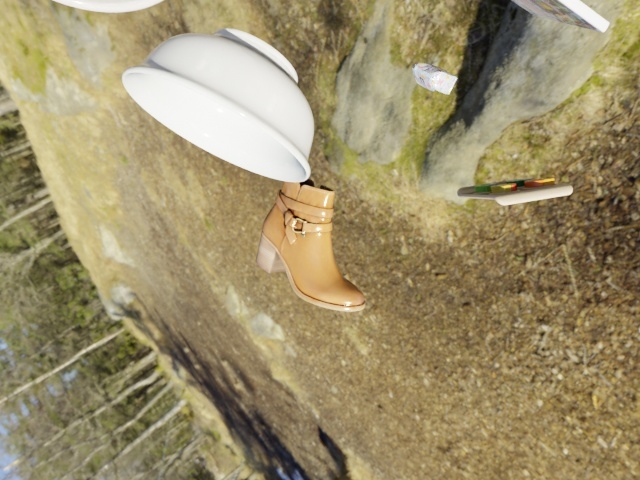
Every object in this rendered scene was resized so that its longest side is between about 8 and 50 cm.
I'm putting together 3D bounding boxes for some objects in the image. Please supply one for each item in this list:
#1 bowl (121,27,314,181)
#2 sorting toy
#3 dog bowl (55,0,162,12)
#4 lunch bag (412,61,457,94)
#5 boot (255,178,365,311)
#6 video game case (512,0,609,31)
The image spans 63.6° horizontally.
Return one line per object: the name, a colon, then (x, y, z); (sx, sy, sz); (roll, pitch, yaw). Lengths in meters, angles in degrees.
bowl: (-0.125, -0.214, 0.768); (0.298, 0.134, 0.298); (24, 171, 4)
sorting toy: (0.460, -0.126, 1.244); (0.208, 0.193, 0.038); (-138, 40, -74)
dog bowl: (-0.316, -0.454, 0.682); (0.349, 0.348, 0.102); (122, 147, -63)
lunch bag: (0.256, -0.374, 1.184); (0.071, 0.083, 0.053); (46, 120, 40)
boot: (0.000, 0.000, 1.065); (0.283, 0.109, 0.220); (31, 111, 31)
video game case: (0.427, -0.466, 0.994); (0.183, 0.201, 0.023); (51, 122, 49)
